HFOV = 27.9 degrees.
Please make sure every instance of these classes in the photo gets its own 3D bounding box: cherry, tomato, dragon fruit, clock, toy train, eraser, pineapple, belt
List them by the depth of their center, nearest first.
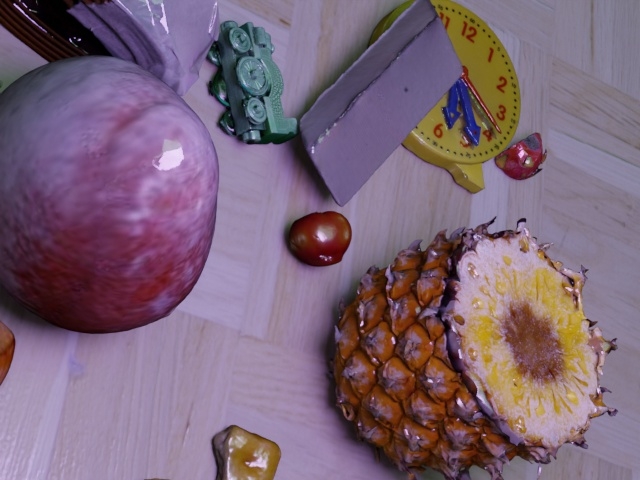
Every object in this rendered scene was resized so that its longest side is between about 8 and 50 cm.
[{"bbox_3d":[-0.252,-0.070,1.473,0.291,0.335,0.326,-11,55,-21],"label":"cherry"},{"bbox_3d":[-0.285,-0.312,1.590,0.338,0.217,0.122,38,56,-20],"label":"belt"},{"bbox_3d":[0.188,0.159,1.688,0.352,0.300,0.352,12,66,-29],"label":"pineapple"},{"bbox_3d":[0.000,0.000,1.756,0.087,0.087,0.075,-7,81,-36],"label":"tomato"},{"bbox_3d":[-0.094,-0.218,1.782,0.104,0.071,0.178,-2,75,-43],"label":"toy train"},{"bbox_3d":[0.089,-0.206,1.838,0.352,0.077,0.111,-48,129,-24],"label":"eraser"},{"bbox_3d":[0.201,-0.245,1.991,0.277,0.071,0.293,25,60,-25],"label":"clock"},{"bbox_3d":[0.327,-0.130,2.045,0.083,0.056,0.060,-26,88,-40],"label":"dragon fruit"}]

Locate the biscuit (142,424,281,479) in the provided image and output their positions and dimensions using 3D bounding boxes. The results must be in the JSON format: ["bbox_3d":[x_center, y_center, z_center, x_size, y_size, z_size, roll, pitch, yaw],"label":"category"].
[{"bbox_3d":[-0.136,0.300,1.581,0.174,0.039,0.183,32,58,-19],"label":"biscuit"}]

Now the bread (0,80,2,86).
[{"bbox_3d":[-0.492,-0.199,1.474,0.210,0.110,0.192,-32,93,-38],"label":"bread"}]

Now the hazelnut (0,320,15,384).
[{"bbox_3d":[-0.414,0.129,1.393,0.150,0.150,0.150,13,66,-31],"label":"hazelnut"}]
